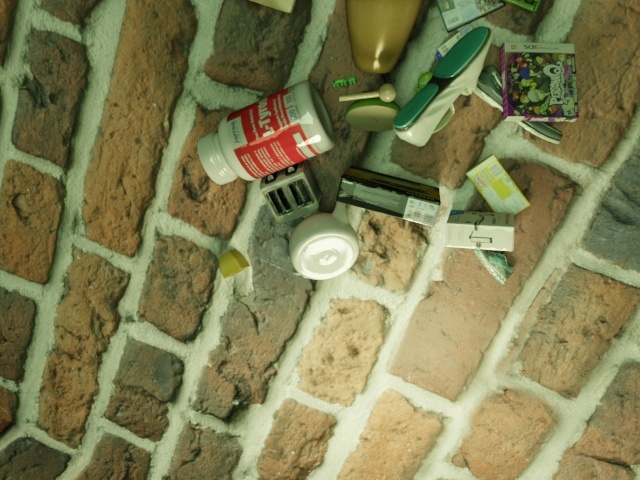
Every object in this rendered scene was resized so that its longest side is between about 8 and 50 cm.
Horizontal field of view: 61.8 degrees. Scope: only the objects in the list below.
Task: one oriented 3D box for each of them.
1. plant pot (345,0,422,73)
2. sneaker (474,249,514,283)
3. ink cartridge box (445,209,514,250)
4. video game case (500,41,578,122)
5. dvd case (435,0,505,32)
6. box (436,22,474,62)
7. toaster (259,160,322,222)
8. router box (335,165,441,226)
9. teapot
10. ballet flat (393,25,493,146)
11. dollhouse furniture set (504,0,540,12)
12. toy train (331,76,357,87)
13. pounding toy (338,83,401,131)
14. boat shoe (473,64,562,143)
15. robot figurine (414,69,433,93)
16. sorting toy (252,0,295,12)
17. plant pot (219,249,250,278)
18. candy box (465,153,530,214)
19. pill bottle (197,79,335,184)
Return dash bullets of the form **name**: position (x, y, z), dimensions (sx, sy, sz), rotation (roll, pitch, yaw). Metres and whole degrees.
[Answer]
- **plant pot**: position (0.176, -0.638, 1.583), dimensions (0.237, 0.237, 0.254), rotation (10, 124, 8)
- **sneaker**: position (0.579, 0.064, 1.781), dimensions (0.076, 0.065, 0.166), rotation (-41, 98, 2)
- **ink cartridge box**: position (0.508, -0.034, 1.697), dimensions (0.203, 0.148, 0.085), rotation (4, 110, 18)
- **video game case**: position (0.634, -0.459, 1.553), dimensions (0.210, 0.042, 0.232), rotation (1, 82, -2)
- **dvd case**: position (0.418, -0.775, 1.582), dimensions (0.180, 0.022, 0.253), rotation (-21, 101, 15)
- **box**: position (0.422, -0.585, 1.633), dimensions (0.136, 0.028, 0.081), rotation (-36, 97, 17)
- **toaster**: position (-0.097, -0.160, 1.804), dimensions (0.168, 0.110, 0.185), rotation (-19, 113, 15)
- **router box**: position (0.219, -0.146, 1.688), dimensions (0.309, 0.243, 0.081), rotation (15, 108, 6)
- **teapot**: position (0.000, 0.000, 1.812), dimensions (0.256, 0.187, 0.252), rotation (-15, 132, -2)
- **ballet flat**: position (0.376, -0.444, 1.585), dimensions (0.139, 0.139, 0.400), rotation (40, 92, -2)
- **dollhouse furniture set**: position (0.593, -0.806, 1.438), dimensions (0.151, 0.197, 0.301), rotation (20, 104, 0)
- **toy train**: position (0.076, -0.513, 1.729), dimensions (0.083, 0.017, 0.023), rotation (-7, 95, 13)
- **pounding toy**: position (0.165, -0.434, 1.651), dimensions (0.183, 0.237, 0.110), rotation (1, 77, 16)
- **boat shoe**: position (0.603, -0.406, 1.603), dimensions (0.319, 0.116, 0.099), rotation (36, 113, 5)
- **robot figurine**: position (0.341, -0.469, 1.661), dimensions (0.101, 0.067, 0.115), rotation (-16, 102, -11)
- **sorting toy**: position (-0.166, -0.861, 1.638), dimensions (0.257, 0.089, 0.255), rotation (20, 109, 5)
- **plant pot**: position (-0.322, 0.081, 1.951), dimensions (0.081, 0.081, 0.083), rotation (-30, 86, 18)
- **candy box**: position (0.571, -0.167, 1.724), dimensions (0.105, 0.027, 0.206), rotation (-35, 97, 23)
- **pill bottle**: position (-0.176, -0.331, 1.720), dimensions (0.408, 0.229, 0.229), rotation (-20, 101, 16)
